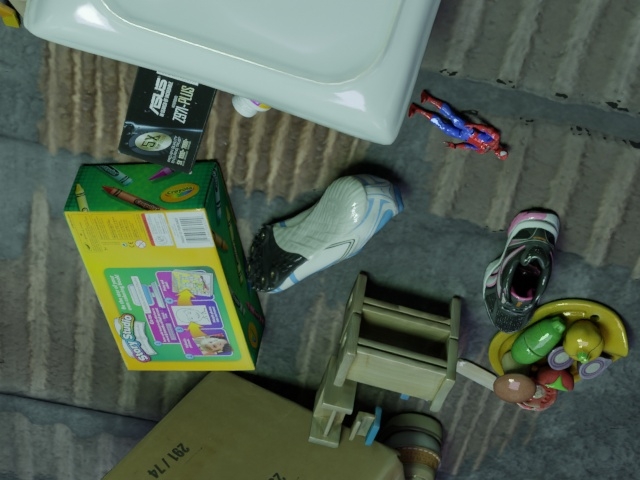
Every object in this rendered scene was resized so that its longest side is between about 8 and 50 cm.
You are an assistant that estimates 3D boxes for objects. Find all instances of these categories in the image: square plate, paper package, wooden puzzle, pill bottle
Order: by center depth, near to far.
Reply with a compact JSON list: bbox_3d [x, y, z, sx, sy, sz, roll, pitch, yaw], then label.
[{"bbox_3d":[-0.046,-0.285,1.170,0.347,0.049,0.344,17,106,-7],"label":"square plate"},{"bbox_3d":[-0.274,-0.230,1.389,0.116,0.014,0.078,10,163,13],"label":"wooden puzzle"},{"bbox_3d":[-0.054,-0.161,1.415,0.043,0.043,0.083,34,131,-22],"label":"pill bottle"},{"bbox_3d":[-0.104,0.352,1.692,0.310,0.325,0.168,22,139,26],"label":"paper package"}]

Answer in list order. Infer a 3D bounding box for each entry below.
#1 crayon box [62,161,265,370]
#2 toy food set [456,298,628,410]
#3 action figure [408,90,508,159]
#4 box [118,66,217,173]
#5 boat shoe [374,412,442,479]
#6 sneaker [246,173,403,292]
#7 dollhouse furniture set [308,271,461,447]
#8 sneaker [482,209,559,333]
[{"bbox_3d":[-0.176,0.037,1.613,0.165,0.081,0.278,-1,135,12],"label":"crayon box"},{"bbox_3d":[0.268,0.157,1.654,0.128,0.071,0.218,35,131,-22],"label":"toy food set"},{"bbox_3d":[0.147,-0.114,1.437,0.115,0.030,0.038,25,129,-17],"label":"action figure"},{"bbox_3d":[-0.129,-0.182,1.335,0.078,0.147,0.180,17,136,-6],"label":"box"},{"bbox_3d":[0.083,0.356,1.869,0.113,0.103,0.302,12,137,-6],"label":"boat shoe"},{"bbox_3d":[0.000,0.000,1.547,0.086,0.085,0.237,10,150,-38],"label":"sneaker"},{"bbox_3d":[0.076,0.154,1.649,0.129,0.129,0.183,15,137,-5],"label":"dollhouse furniture set"},{"bbox_3d":[0.220,0.050,1.552,0.072,0.077,0.178,8,137,4],"label":"sneaker"}]
